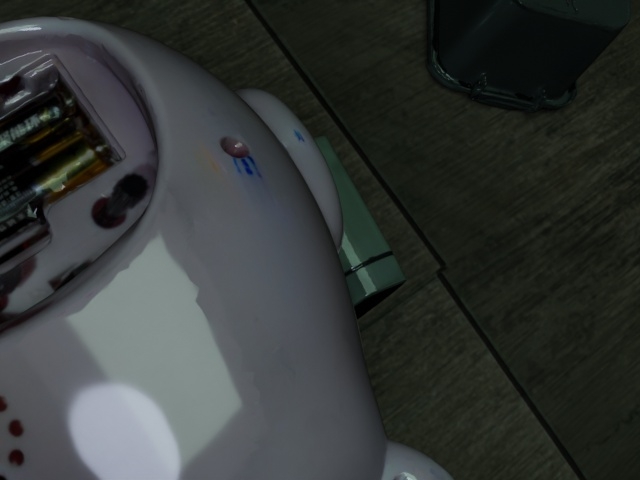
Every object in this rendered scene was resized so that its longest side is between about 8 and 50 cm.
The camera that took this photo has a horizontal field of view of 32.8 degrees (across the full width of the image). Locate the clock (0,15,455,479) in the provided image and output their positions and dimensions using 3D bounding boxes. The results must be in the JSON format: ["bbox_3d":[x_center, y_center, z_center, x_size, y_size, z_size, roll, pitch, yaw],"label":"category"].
[{"bbox_3d":[-0.130,0.066,0.622,0.368,0.250,0.376,-34,68,-12],"label":"clock"}]

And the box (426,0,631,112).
[{"bbox_3d":[0.200,-0.259,1.036,0.163,0.135,0.243,11,67,-17],"label":"box"}]

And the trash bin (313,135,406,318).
[{"bbox_3d":[0.000,0.000,0.864,0.059,0.116,0.130,-22,79,-29],"label":"trash bin"}]
